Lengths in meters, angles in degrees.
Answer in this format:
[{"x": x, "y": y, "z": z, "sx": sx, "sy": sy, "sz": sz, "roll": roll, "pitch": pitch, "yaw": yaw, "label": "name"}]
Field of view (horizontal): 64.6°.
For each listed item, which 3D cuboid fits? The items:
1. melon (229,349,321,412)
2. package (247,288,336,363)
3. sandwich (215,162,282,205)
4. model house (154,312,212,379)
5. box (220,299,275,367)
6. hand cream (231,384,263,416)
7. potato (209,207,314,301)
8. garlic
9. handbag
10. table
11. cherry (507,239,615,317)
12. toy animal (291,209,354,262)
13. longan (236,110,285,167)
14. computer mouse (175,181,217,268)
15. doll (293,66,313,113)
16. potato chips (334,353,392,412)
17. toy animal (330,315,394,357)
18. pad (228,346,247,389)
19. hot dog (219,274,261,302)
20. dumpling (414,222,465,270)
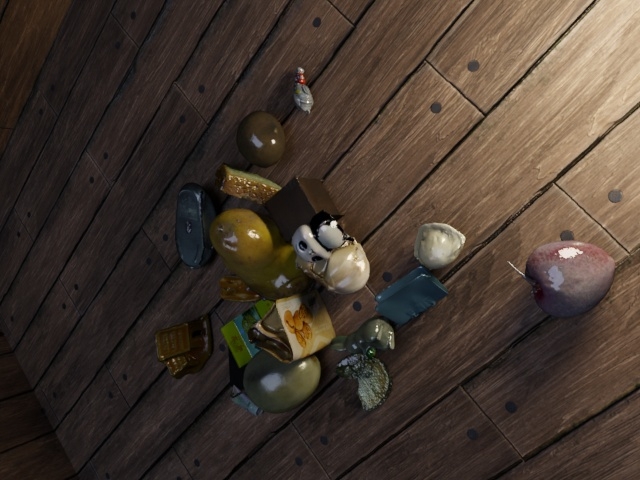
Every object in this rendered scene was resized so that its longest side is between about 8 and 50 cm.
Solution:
[{"x": -0.147, "y": 0.515, "z": 1.902, "sx": 0.307, "sy": 0.271, "sz": 0.272, "roll": -11, "pitch": 88, "yaw": 36, "label": "melon"}, {"x": -0.105, "y": 0.317, "z": 1.826, "sx": 0.164, "sy": 0.311, "sz": 0.222, "roll": -25, "pitch": 82, "yaw": 29, "label": "package"}, {"x": -0.273, "y": -0.213, "z": 2.000, "sx": 0.254, "sy": 0.288, "sz": 0.100, "roll": -136, "pitch": 65, "yaw": -70, "label": "sandwich"}, {"x": -0.601, "y": 0.468, "z": 2.178, "sx": 0.173, "sy": 0.239, "sz": 0.268, "roll": -8, "pitch": 89, "yaw": 30, "label": "model house"}, {"x": -0.249, "y": 0.361, "z": 2.061, "sx": 0.335, "sy": 0.047, "sz": 0.187, "roll": -36, "pitch": 76, "yaw": 25, "label": "box"}, {"x": -0.316, "y": 0.682, "z": 2.142, "sx": 0.174, "sy": 0.047, "sz": 0.076, "roll": 19, "pitch": 106, "yaw": 37, "label": "hand cream"}, {"x": -0.243, "y": 0.058, "z": 1.868, "sx": 0.289, "sy": 0.296, "sz": 0.397, "roll": -36, "pitch": 72, "yaw": 11, "label": "potato"}, {"x": 0.066, "y": 0.078, "z": 1.792, "sx": 0.281, "sy": 0.184, "sz": 0.203, "roll": 29, "pitch": 89, "yaw": 47, "label": "garlic"}, {"x": 0.300, "y": 0.192, "z": 1.687, "sx": 0.144, "sy": 0.057, "sz": 0.221, "roll": 40, "pitch": 119, "yaw": -21, "label": "handbag"}, {"x": -0.057, "y": -0.111, "z": 1.831, "sx": 0.172, "sy": 0.193, "sz": 0.169, "roll": -37, "pitch": 75, "yaw": 28, "label": "table"}, {"x": 0.681, "y": 0.104, "z": 1.409, "sx": 0.265, "sy": 0.183, "sz": 0.214, "roll": -16, "pitch": 100, "yaw": 18, "label": "cherry"}, {"x": 0.000, "y": 0.000, "z": 1.671, "sx": 0.179, "sy": 0.138, "sz": 0.166, "roll": -37, "pitch": 111, "yaw": 8, "label": "toy animal"}, {"x": -0.223, "y": -0.380, "z": 1.918, "sx": 0.198, "sy": 0.198, "sz": 0.213, "roll": -41, "pitch": 79, "yaw": 27, "label": "longan"}, {"x": -0.524, "y": -0.063, "z": 2.165, "sx": 0.203, "sy": 0.114, "sz": 0.375, "roll": 16, "pitch": 110, "yaw": 27, "label": "computer mouse"}, {"x": -0.069, "y": -0.552, "z": 1.879, "sx": 0.094, "sy": 0.079, "sz": 0.180, "roll": -28, "pitch": 71, "yaw": 58, "label": "doll"}, {"x": 0.157, "y": 0.506, "z": 1.851, "sx": 0.219, "sy": 0.029, "sz": 0.202, "roll": 32, "pitch": 109, "yaw": 22, "label": "potato chips"}, {"x": 0.149, "y": 0.356, "z": 1.805, "sx": 0.251, "sy": 0.127, "sz": 0.126, "roll": -26, "pitch": 98, "yaw": 42, "label": "toy animal"}, {"x": -0.329, "y": 0.507, "z": 2.153, "sx": 0.159, "sy": 0.009, "sz": 0.265, "roll": 3, "pitch": 97, "yaw": 30, "label": "pad"}, {"x": -0.320, "y": 0.201, "z": 2.087, "sx": 0.269, "sy": 0.072, "sz": 0.110, "roll": 2, "pitch": 97, "yaw": 32, "label": "hot dog"}, {"x": 0.371, "y": 0.013, "z": 1.629, "sx": 0.181, "sy": 0.111, "sz": 0.155, "roll": -43, "pitch": 75, "yaw": 20, "label": "dumpling"}]
